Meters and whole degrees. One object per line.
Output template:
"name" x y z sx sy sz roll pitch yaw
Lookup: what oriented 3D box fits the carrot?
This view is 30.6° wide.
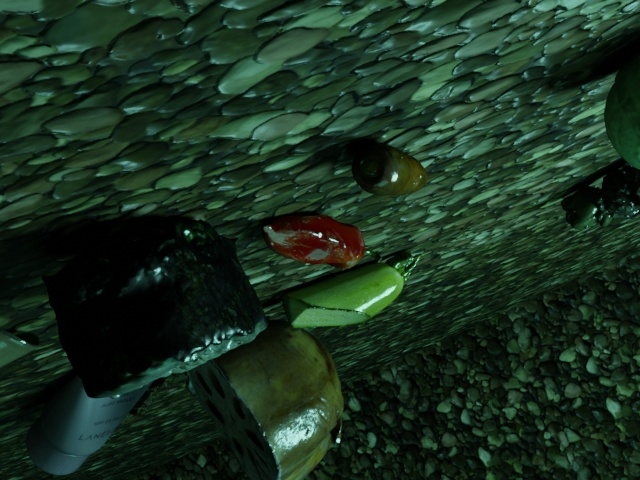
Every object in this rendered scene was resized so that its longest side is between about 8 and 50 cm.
"carrot" 0.070 -0.063 1.068 0.047 0.047 0.191 -25 174 17

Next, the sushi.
"sushi" -0.133 0.052 0.987 0.124 0.127 0.225 -26 174 19

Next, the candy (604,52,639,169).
"candy" 0.401 -0.200 0.949 0.119 0.119 0.440 -11 156 -42

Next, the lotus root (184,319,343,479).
"lotus root" -0.062 0.218 1.644 0.192 0.272 0.272 -24 171 -23

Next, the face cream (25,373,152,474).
"face cream" -0.303 0.216 1.592 0.154 0.096 0.274 -5 148 -46

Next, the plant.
"plant" 0.406 -0.060 1.623 0.087 0.085 0.174 32 143 -26

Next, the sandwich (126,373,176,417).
"sandwich" -0.248 0.202 1.647 0.029 0.067 0.135 21 130 -40

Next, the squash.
"squash" 0.054 0.073 1.582 0.200 0.075 0.090 -21 143 -11

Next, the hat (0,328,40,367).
"hat" -0.349 0.144 1.128 0.175 0.085 0.147 -23 168 10

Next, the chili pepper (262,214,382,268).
"chili pepper" -0.001 0.000 1.197 0.059 0.050 0.191 -25 157 31
